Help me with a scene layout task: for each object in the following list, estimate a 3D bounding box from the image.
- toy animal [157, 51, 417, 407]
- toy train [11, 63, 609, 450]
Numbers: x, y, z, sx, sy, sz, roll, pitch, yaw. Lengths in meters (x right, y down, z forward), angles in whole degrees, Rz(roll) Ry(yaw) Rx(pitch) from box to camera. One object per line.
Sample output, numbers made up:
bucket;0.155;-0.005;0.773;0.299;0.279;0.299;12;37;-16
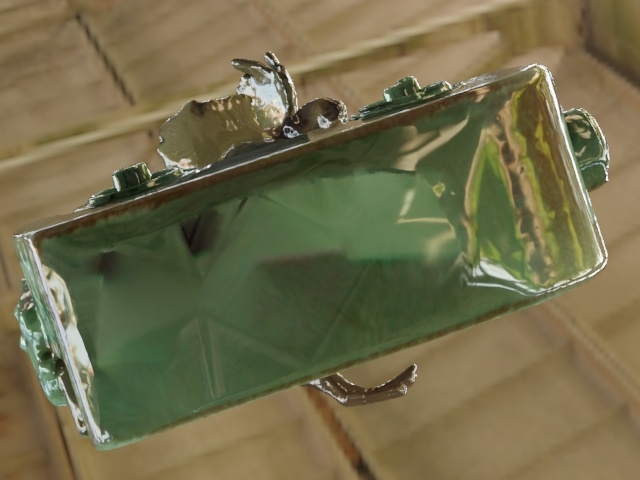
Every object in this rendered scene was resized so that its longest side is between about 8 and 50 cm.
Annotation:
toy animal;-0.014;-0.013;1.138;0.186;0.094;0.214;12;-104;17
toy train;0.000;0.000;0.927;0.326;0.129;0.159;-18;-172;-5
